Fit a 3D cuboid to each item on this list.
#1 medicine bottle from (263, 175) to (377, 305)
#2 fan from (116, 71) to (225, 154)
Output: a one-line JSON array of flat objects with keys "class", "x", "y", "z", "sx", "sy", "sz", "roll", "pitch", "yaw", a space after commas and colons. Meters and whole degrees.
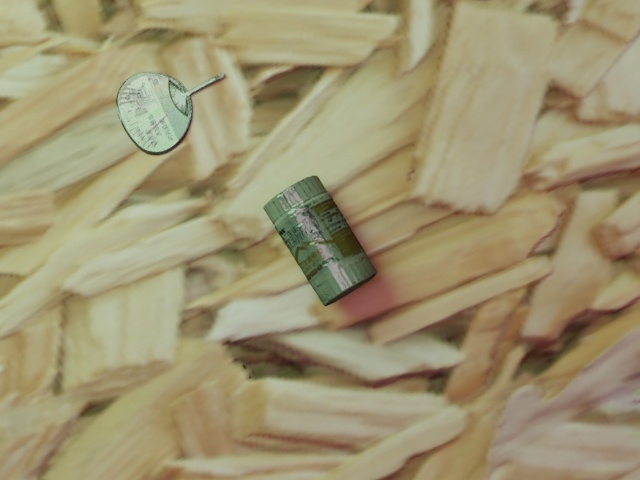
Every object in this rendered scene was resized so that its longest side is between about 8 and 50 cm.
[{"class": "medicine bottle", "x": 0.000, "y": 0.000, "z": 1.370, "sx": 0.047, "sy": 0.047, "sz": 0.083, "roll": -31, "pitch": 84, "yaw": 1}, {"class": "fan", "x": -0.115, "y": -0.104, "z": 1.410, "sx": 0.060, "sy": 0.003, "sz": 0.080, "roll": 34, "pitch": 89, "yaw": 6}]
